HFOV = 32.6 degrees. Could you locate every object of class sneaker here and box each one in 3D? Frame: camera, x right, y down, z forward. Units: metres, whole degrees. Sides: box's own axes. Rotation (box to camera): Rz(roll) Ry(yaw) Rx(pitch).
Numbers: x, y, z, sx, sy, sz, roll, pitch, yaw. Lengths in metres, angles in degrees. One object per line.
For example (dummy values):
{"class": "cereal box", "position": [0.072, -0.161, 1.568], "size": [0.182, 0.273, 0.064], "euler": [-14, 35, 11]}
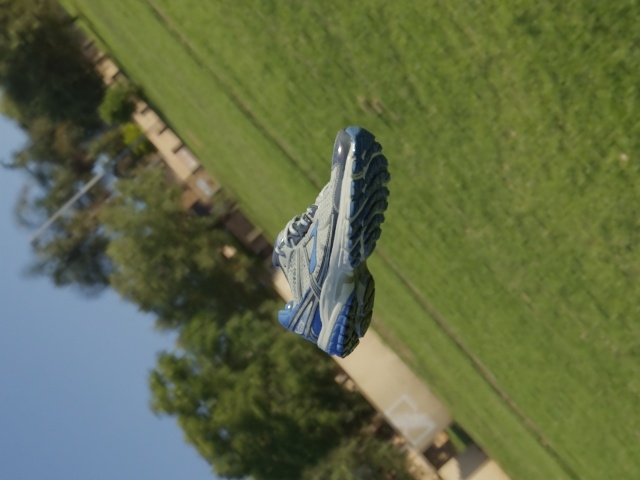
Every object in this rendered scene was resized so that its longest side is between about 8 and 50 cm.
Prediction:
{"class": "sneaker", "position": [0.000, 0.000, 0.606], "size": [0.058, 0.135, 0.052], "euler": [16, -156, 20]}
